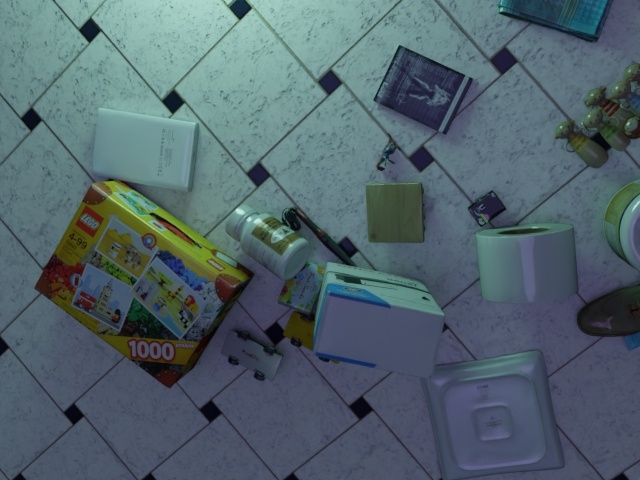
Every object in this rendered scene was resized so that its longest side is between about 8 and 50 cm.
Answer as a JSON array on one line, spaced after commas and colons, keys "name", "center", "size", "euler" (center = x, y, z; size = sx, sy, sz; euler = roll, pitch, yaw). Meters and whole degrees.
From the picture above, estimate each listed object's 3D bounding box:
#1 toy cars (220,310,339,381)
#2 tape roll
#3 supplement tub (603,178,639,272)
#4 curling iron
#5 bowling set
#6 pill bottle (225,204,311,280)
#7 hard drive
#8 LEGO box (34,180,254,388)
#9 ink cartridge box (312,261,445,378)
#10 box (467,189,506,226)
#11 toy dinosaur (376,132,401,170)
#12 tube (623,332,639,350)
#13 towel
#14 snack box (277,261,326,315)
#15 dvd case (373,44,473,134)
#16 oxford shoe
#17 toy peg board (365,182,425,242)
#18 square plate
[{"name": "toy cars", "center": [-0.098, 0.305, 2.047], "size": [0.393, 0.087, 0.177], "euler": [-18, 82, 18]}, {"name": "tape roll", "center": [0.526, 0.054, 1.795], "size": [0.245, 0.246, 0.169], "euler": [-5, 96, 13]}, {"name": "supplement tub", "center": [0.811, -0.034, 1.684], "size": [0.228, 0.316, 0.229], "euler": [2, 98, 12]}, {"name": "curling iron", "center": [0.000, 0.000, 2.007], "size": [0.274, 0.035, 0.068], "euler": [37, 108, 6]}, {"name": "bowling set", "center": [0.733, -0.322, 1.730], "size": [0.154, 0.200, 0.287], "euler": [42, 100, 5]}, {"name": "pill bottle", "center": [-0.151, -0.001, 1.976], "size": [0.229, 0.131, 0.131], "euler": [34, 104, 21]}, {"name": "hard drive", "center": [-0.518, -0.268, 2.077], "size": [0.307, 0.040, 0.203], "euler": [10, 100, 11]}, {"name": "LEGO box", "center": [-0.509, 0.120, 2.049], "size": [0.500, 0.193, 0.373], "euler": [34, 103, 6]}, {"name": "ink cartridge box", "center": [0.136, 0.189, 1.799], "size": [0.285, 0.395, 0.167], "euler": [12, 98, -2]}, {"name": "box", "center": [0.447, -0.086, 1.891], "size": [0.083, 0.052, 0.062], "euler": [-36, 91, 13]}, {"name": "toy dinosaur", "center": [0.183, -0.235, 1.945], "size": [0.082, 0.047, 0.090], "euler": [-36, 56, 23]}, {"name": "tube", "center": [0.895, 0.216, 1.841], "size": [0.207, 0.052, 0.080], "euler": [-24, 77, 18]}, {"name": "towel", "center": [0.633, -0.720, 1.773], "size": [0.271, 0.040, 0.371], "euler": [19, 101, 8]}, {"name": "snack box", "center": [-0.049, 0.130, 1.998], "size": [0.100, 0.037, 0.141], "euler": [20, 67, 7]}, {"name": "dvd case", "center": [0.276, -0.408, 1.901], "size": [0.221, 0.018, 0.165], "euler": [27, 101, 8]}, {"name": "oxford shoe", "center": [0.825, 0.163, 1.785], "size": [0.348, 0.130, 0.123], "euler": [-20, 72, 21]}, {"name": "toy peg board", "center": [0.216, -0.078, 1.940], "size": [0.160, 0.079, 0.162], "euler": [0, 97, 28]}, {"name": "square plate", "center": [0.478, 0.502, 1.967], "size": [0.346, 0.049, 0.344], "euler": [-11, 96, 13]}]
